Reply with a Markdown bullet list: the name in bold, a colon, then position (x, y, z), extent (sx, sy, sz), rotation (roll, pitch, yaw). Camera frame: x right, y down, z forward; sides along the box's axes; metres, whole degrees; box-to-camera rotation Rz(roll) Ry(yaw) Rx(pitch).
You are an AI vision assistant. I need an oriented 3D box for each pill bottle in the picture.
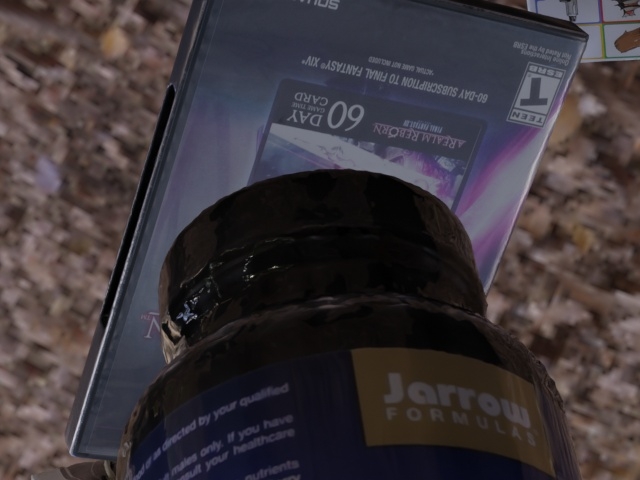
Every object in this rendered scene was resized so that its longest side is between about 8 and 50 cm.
- **pill bottle**: position (0.011, 0.092, 0.419), extent (0.122, 0.219, 0.123), rotation (-5, 140, -5)

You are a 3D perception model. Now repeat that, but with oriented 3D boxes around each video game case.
- **video game case**: position (0.000, 0.000, 0.840), extent (0.196, 0.274, 0.026), rotation (10, -158, -23)

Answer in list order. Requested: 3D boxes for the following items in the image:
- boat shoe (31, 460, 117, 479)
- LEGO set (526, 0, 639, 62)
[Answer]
- **boat shoe**: position (-0.115, 0.159, 0.948), extent (0.219, 0.070, 0.078), rotation (-164, 54, -72)
- **LEGO set**: position (0.066, -0.182, 0.925), extent (0.244, 0.060, 0.182), rotation (-3, 123, 16)
